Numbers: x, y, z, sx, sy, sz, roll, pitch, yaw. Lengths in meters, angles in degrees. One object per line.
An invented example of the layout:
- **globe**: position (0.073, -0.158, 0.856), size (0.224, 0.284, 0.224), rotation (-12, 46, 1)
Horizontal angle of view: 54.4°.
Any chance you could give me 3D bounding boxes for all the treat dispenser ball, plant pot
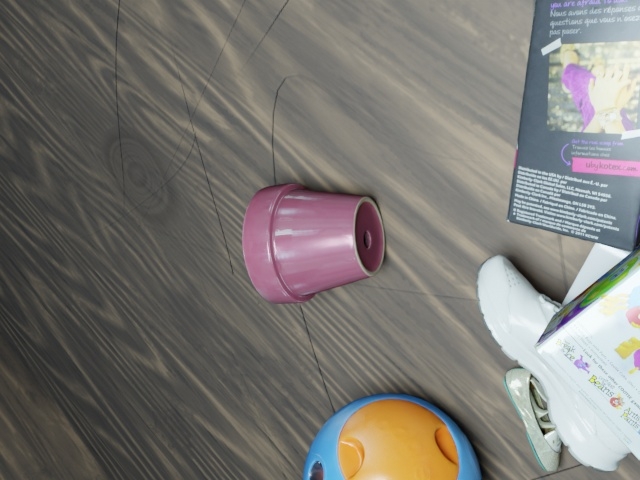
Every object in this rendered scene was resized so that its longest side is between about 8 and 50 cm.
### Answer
- **treat dispenser ball**: position (0.115, 0.396, 1.008), size (0.288, 0.288, 0.288), rotation (18, 120, 36)
- **plant pot**: position (0.000, 0.000, 1.022), size (0.180, 0.201, 0.201), rotation (-6, 105, 27)

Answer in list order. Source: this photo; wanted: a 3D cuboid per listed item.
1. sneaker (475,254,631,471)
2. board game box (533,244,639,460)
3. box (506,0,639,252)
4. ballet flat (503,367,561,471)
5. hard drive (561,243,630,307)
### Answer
- **sneaker**: position (0.315, 0.133, 0.791), size (0.129, 0.111, 0.297), rotation (-47, 67, 32)
- **board game box**: position (0.370, 0.056, 0.601), size (0.144, 0.142, 0.275), rotation (49, 117, 13)
- **box**: position (0.314, -0.149, 0.674), size (0.143, 0.165, 0.270), rotation (19, 120, 35)
- **ballet flat**: position (0.328, 0.268, 0.927), size (0.052, 0.057, 0.168), rotation (-26, 91, 35)
- **hard drive**: position (0.450, 0.147, 0.771), size (0.307, 0.040, 0.203), rotation (34, 128, 27)
